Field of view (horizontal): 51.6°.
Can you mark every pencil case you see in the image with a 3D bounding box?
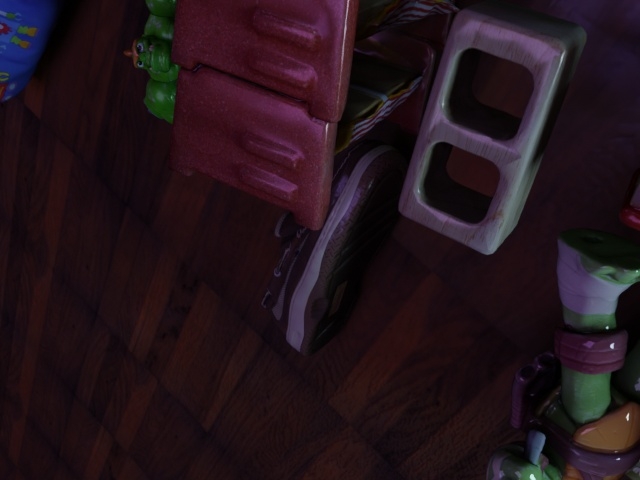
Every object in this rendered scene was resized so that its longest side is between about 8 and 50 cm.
[{"bbox_3d":[-0.352,-0.276,0.722,0.306,0.133,0.119,-38,54,44],"label":"pencil case"}]

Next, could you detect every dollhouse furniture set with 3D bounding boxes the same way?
[{"bbox_3d":[0.110,-0.079,0.413,0.374,0.201,0.152,25,127,19],"label":"dollhouse furniture set"}]

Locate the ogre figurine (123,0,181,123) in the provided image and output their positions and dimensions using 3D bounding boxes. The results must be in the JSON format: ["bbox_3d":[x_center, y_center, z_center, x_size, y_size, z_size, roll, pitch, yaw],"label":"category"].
[{"bbox_3d":[-0.109,-0.169,0.612,0.118,0.096,0.197,15,139,12],"label":"ogre figurine"}]

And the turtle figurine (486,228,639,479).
[{"bbox_3d":[0.214,0.140,0.425,0.198,0.275,0.266,11,112,17],"label":"turtle figurine"}]

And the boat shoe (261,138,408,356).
[{"bbox_3d":[-0.005,0.003,0.618,0.095,0.095,0.257,42,133,22],"label":"boat shoe"}]
